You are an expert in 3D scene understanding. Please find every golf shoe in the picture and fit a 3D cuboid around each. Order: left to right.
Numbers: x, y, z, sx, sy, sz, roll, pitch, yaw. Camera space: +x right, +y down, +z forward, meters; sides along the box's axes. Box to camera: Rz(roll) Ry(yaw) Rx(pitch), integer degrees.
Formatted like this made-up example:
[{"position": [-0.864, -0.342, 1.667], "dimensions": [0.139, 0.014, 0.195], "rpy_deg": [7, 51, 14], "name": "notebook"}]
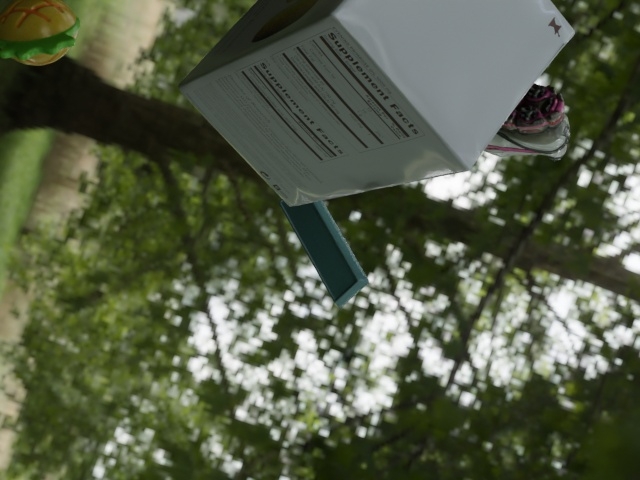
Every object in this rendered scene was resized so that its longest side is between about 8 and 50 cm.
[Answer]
[{"position": [0.158, -0.115, 1.243], "dimensions": [0.067, 0.186, 0.086], "rpy_deg": [-60, 146, -28], "name": "golf shoe"}]

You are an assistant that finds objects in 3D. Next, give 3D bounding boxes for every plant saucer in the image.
[{"position": [0.000, 0.000, 1.767], "dimensions": [0.067, 0.018, 0.192], "rpy_deg": [-44, -116, 32], "name": "plant saucer"}]

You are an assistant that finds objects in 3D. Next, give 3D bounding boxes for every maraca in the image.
[{"position": [-0.408, -0.297, 1.778], "dimensions": [0.186, 0.127, 0.099], "rpy_deg": [-115, -167, -60], "name": "maraca"}]

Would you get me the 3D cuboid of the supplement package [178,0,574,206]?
[{"position": [0.030, -0.126, 0.868], "dimensions": [0.139, 0.134, 0.244], "rpy_deg": [-51, -161, -22], "name": "supplement package"}]
